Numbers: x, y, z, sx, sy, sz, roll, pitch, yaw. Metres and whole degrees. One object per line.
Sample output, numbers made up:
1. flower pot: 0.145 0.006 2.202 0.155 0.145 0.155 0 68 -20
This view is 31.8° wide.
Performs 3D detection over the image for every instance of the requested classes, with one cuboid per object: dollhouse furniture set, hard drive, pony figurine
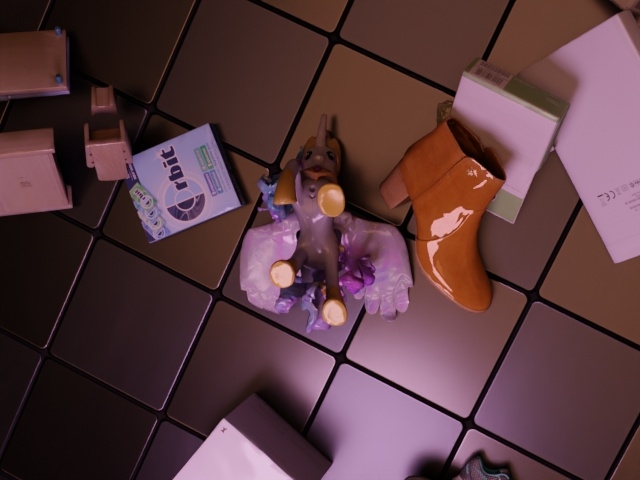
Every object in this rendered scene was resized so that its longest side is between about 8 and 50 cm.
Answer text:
1. dollhouse furniture set: -0.487 -0.234 2.015 0.286 0.198 0.303 -7 63 -6
2. hard drive: 0.475 -0.156 1.774 0.233 0.047 0.353 -28 89 55
3. pony figurine: 0.000 0.000 1.833 0.302 0.363 0.351 -1 111 4

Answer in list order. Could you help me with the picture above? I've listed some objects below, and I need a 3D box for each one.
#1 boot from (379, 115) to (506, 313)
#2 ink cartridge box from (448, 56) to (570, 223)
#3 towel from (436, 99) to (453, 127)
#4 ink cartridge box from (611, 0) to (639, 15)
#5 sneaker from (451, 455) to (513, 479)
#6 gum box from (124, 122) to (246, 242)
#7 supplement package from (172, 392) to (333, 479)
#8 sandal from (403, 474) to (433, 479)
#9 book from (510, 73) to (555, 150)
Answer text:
1. boot: 0.235 -0.038 1.825 0.295 0.104 0.211 54 136 4
2. ink cartridge box: 0.284 -0.159 1.824 0.171 0.056 0.235 29 138 14
3. towel: 0.263 -0.174 1.893 0.148 0.027 0.110 9 98 9
4. ink cartridge box: 0.493 -0.548 1.757 0.261 0.066 0.296 51 121 29
5. sneaker: 0.311 0.429 1.921 0.166 0.065 0.076 29 94 5
6. gum box: -0.246 -0.101 1.993 0.184 0.041 0.157 -22 89 12
7. supplement package: -0.113 0.396 1.928 0.194 0.203 0.149 41 101 6
8. sandal: 0.251 0.505 1.933 0.303 0.086 0.120 33 103 -9
9. book: 0.309 -0.189 1.854 0.096 0.035 0.144 -31 91 18
